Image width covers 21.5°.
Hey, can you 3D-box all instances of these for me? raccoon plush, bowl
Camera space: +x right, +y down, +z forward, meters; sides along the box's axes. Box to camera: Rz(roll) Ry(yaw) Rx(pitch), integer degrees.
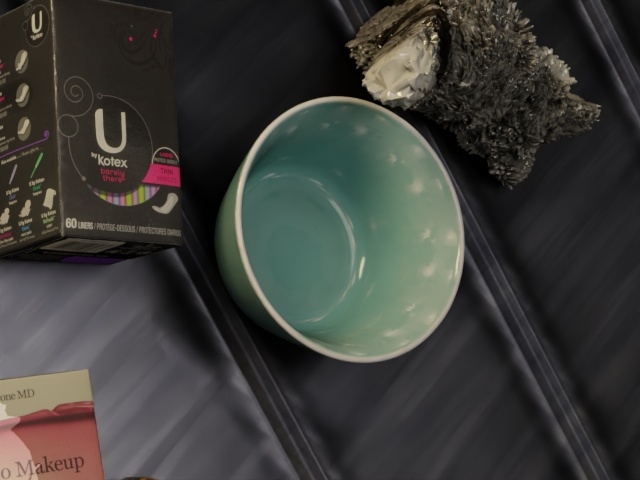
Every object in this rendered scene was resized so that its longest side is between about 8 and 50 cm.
[{"bbox_3d":[0.179,-0.156,2.073,0.299,0.216,0.446,51,35,-13],"label":"raccoon plush"},{"bbox_3d":[0.000,0.000,1.992,0.311,0.163,0.312,7,76,-30],"label":"bowl"}]

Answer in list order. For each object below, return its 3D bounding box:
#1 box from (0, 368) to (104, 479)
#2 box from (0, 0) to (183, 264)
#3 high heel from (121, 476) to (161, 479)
[{"bbox_3d":[-0.314,0.260,1.761,0.148,0.127,0.232,-6,83,-33],"label":"box"},{"bbox_3d":[-0.260,-0.118,1.853,0.165,0.143,0.270,4,77,-42],"label":"box"},{"bbox_3d":[-0.208,0.393,1.834,0.186,0.093,0.261,43,62,-6],"label":"high heel"}]
